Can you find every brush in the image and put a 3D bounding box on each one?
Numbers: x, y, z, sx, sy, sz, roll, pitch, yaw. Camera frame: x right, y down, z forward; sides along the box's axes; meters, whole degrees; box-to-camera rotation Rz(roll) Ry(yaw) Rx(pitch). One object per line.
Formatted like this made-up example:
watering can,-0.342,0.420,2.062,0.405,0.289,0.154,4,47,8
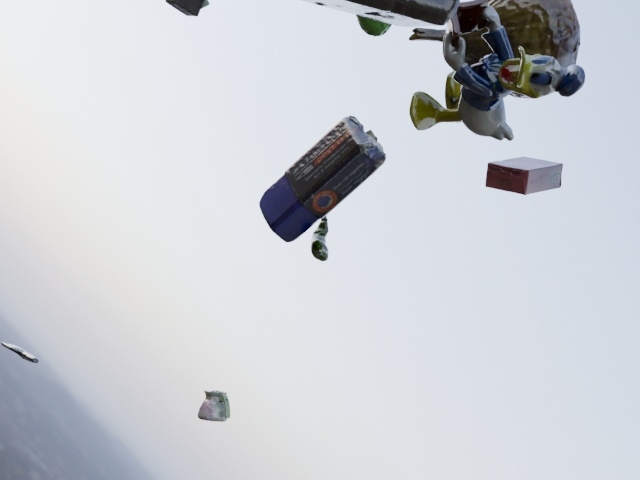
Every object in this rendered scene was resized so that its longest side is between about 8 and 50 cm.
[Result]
brush,-0.595,0.230,2.049,0.063,0.016,0.193,32,-12,-26

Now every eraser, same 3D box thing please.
eraser,0.001,-0.153,2.491,0.101,0.332,0.155,40,15,-41

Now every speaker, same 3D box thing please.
speaker,0.052,-0.434,1.499,0.389,0.184,0.180,9,7,-18

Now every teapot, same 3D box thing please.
teapot,-0.215,0.343,2.118,0.064,0.064,0.083,11,-9,-44

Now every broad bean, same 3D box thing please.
broad bean,-0.001,0.005,2.547,0.046,0.195,0.061,11,-56,-4

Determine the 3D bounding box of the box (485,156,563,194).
box,0.444,-0.143,2.222,0.111,0.156,0.060,19,-69,43

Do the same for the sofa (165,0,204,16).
sofa,-0.232,-0.476,1.869,0.060,0.117,0.039,27,-5,-43

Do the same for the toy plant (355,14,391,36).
toy plant,0.080,-0.651,2.217,0.356,0.211,0.317,57,15,-27

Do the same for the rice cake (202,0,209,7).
rice cake,-0.278,-0.541,2.140,0.029,0.033,0.171,63,5,24

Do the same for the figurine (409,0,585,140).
figurine,0.332,-0.318,1.861,0.338,0.204,0.283,8,-49,41

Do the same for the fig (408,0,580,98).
fig,0.366,-0.439,2.234,0.286,0.369,0.286,173,-90,-80
